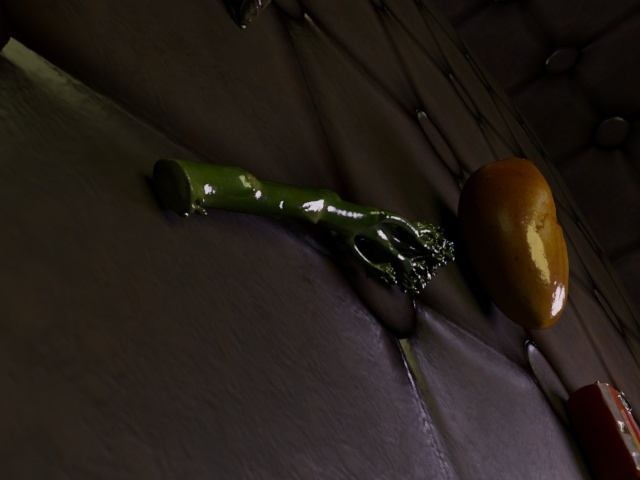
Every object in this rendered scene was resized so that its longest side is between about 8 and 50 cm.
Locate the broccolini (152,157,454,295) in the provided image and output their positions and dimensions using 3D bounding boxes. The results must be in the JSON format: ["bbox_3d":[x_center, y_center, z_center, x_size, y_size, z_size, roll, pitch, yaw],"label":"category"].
[{"bbox_3d":[0.005,0.000,0.678,0.392,0.079,0.073,8,62,-54],"label":"broccolini"}]

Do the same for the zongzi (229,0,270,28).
[{"bbox_3d":[-0.076,-0.278,0.885,0.083,0.067,0.073,46,23,21],"label":"zongzi"}]

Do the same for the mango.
[{"bbox_3d":[0.273,0.012,1.127,0.257,0.138,0.187,-85,156,-53],"label":"mango"}]

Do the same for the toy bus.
[{"bbox_3d":[0.402,0.274,1.115,0.077,0.079,0.174,30,32,-32],"label":"toy bus"}]
